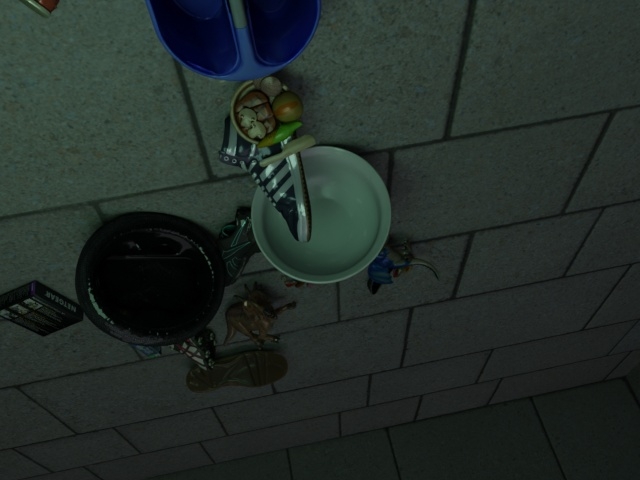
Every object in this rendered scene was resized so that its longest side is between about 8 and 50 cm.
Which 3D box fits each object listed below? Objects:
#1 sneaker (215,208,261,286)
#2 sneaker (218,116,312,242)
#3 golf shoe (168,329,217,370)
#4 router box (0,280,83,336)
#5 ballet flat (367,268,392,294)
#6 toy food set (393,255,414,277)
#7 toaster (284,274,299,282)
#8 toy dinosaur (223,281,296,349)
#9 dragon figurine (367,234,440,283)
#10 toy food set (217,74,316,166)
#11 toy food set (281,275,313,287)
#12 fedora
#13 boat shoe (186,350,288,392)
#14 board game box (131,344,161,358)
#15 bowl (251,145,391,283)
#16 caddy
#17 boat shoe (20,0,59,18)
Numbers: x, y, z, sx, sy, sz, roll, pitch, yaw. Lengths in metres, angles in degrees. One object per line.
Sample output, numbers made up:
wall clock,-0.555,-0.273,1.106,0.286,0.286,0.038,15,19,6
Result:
sneaker,-0.212,0.014,1.421,0.106,0.101,0.267,28,128,-20
sneaker,-0.108,-0.123,1.141,0.153,0.099,0.282,-11,101,2
golf shoe,-0.395,0.312,1.775,0.120,0.105,0.273,-1,141,9
router box,-0.728,0.180,1.498,0.133,0.046,0.179,-22,145,10
ballet flat,0.187,0.095,1.688,0.057,0.049,0.173,3,140,-21
toy food set,0.242,0.077,1.681,0.082,0.020,0.083,-28,154,-31
toaster,0.000,0.000,1.404,0.227,0.146,0.129,-13,146,0
toy dinosaur,-0.206,0.215,1.672,0.295,0.127,0.200,-22,139,33
dragon figurine,0.176,0.060,1.574,0.289,0.085,0.144,23,130,-21
toy food set,-0.099,-0.233,1.036,0.132,0.038,0.192,-25,107,8
toy food set,-0.050,0.116,1.663,0.122,0.019,0.078,-11,145,-4
fedora,-0.400,0.090,1.354,0.334,0.334,0.152,8,173,-28
boat shoe,-0.283,0.437,1.975,0.341,0.122,0.110,-5,-178,-7
board game box,-0.494,0.218,1.553,0.035,0.136,0.201,-19,146,7
bowl,0.002,-0.045,1.263,0.297,0.298,0.134,-13,168,-2
caddy,-0.127,-0.380,0.796,0.241,0.179,0.341,-13,145,-3
boat shoe,-0.435,-0.375,0.817,0.137,0.049,0.043,35,81,-45
